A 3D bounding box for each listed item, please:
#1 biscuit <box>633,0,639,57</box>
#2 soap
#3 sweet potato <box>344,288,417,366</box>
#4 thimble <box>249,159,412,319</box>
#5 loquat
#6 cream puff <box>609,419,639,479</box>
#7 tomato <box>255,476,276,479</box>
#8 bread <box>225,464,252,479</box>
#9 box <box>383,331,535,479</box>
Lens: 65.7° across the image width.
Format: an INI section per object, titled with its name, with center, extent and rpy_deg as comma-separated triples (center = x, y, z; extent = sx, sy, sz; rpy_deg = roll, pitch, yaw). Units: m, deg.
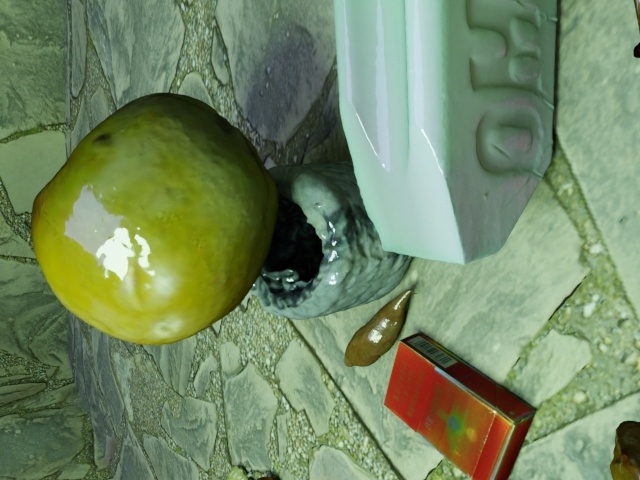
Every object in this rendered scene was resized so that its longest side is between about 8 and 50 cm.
[biscuit]
center = 0.327, -0.167, 0.331
extent = 0.202, 0.041, 0.260
rpy_deg = -17, 87, 49
[soap]
center = 0.119, -0.164, 0.449
extent = 0.115, 0.208, 0.348
rpy_deg = 10, 107, 50
[sweet potato]
center = 0.084, 0.129, 0.700
extent = 0.056, 0.056, 0.195
rpy_deg = 55, 132, 26
[thimble]
center = 0.000, 0.000, 0.684
extent = 0.245, 0.157, 0.217
rpy_deg = -5, 96, 51
[loquat]
center = -0.178, -0.020, 0.588
extent = 0.284, 0.276, 0.276
rpy_deg = -48, 59, 16
[cream puff]
center = 0.335, 0.215, 0.339
extent = 0.241, 0.154, 0.269
rpy_deg = -50, 55, 39
[tomato]
center = -0.110, 0.539, 1.028
extent = 0.075, 0.087, 0.087
rpy_deg = -8, 94, 24
[bread]
center = -0.151, 0.663, 1.098
extent = 0.266, 0.178, 0.142
rpy_deg = 27, 152, 47
[box]
center = 0.165, 0.208, 0.621
extent = 0.175, 0.048, 0.113
rpy_deg = 33, 122, 42
